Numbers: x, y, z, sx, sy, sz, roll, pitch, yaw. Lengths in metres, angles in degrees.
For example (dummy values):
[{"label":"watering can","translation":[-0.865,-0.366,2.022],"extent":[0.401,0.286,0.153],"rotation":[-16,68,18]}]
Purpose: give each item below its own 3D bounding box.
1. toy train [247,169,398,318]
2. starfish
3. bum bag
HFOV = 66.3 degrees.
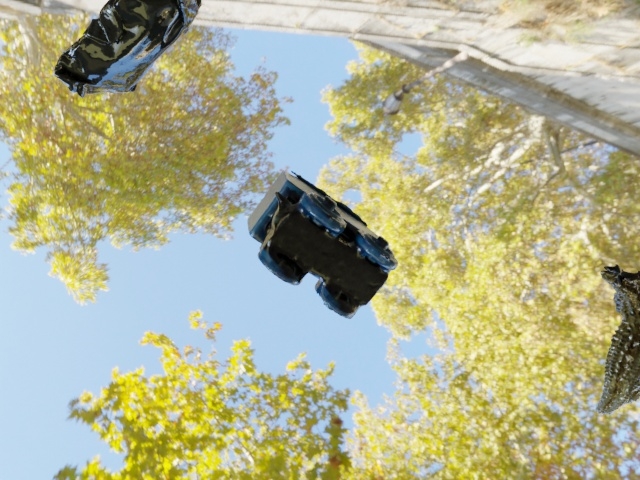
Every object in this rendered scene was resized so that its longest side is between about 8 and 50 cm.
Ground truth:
[{"label":"toy train","translation":[0.000,0.000,1.022],"extent":[0.300,0.265,0.188],"rotation":[34,-77,-21]},{"label":"starfish","translation":[0.205,0.047,0.294],"extent":[0.130,0.133,0.041],"rotation":[44,-146,-16]},{"label":"bum bag","translation":[-0.331,-0.367,0.873],"extent":[0.142,0.326,0.080],"rotation":[12,-131,-61]}]
